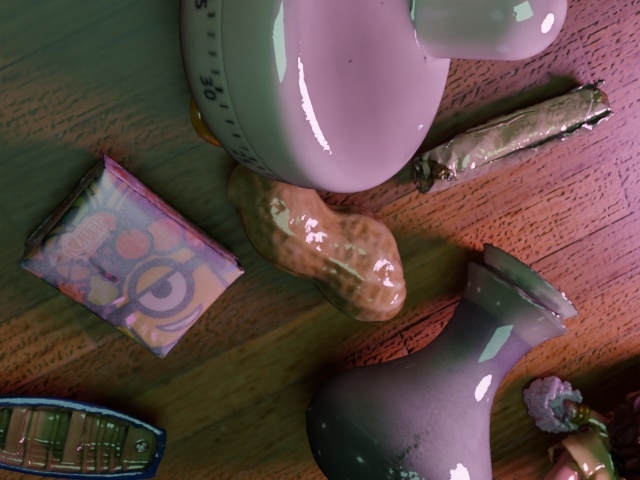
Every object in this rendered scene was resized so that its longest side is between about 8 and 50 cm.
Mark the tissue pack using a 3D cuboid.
[{"bbox_3d":[-0.154,0.015,0.761,0.148,0.060,0.108,40,98,-25],"label":"tissue pack"}]

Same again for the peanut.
[{"bbox_3d":[0.001,-0.002,0.781,0.192,0.089,0.089,35,101,-24],"label":"peanut"}]

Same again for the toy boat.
[{"bbox_3d":[-0.251,0.165,0.809,0.228,0.046,0.080,11,110,-17],"label":"toy boat"}]

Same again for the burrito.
[{"bbox_3d":[0.169,-0.089,0.808,0.185,0.041,0.045,-20,74,-4],"label":"burrito"}]

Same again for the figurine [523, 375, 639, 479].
[{"bbox_3d":[0.296,0.209,0.919,0.240,0.116,0.175,-28,115,-1],"label":"figurine"}]

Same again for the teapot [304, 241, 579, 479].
[{"bbox_3d":[0.114,0.132,0.822,0.183,0.183,0.251,40,88,-24],"label":"teapot"}]

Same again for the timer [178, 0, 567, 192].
[{"bbox_3d":[0.026,-0.147,0.639,0.233,0.240,0.234,-21,117,-51],"label":"timer"}]
